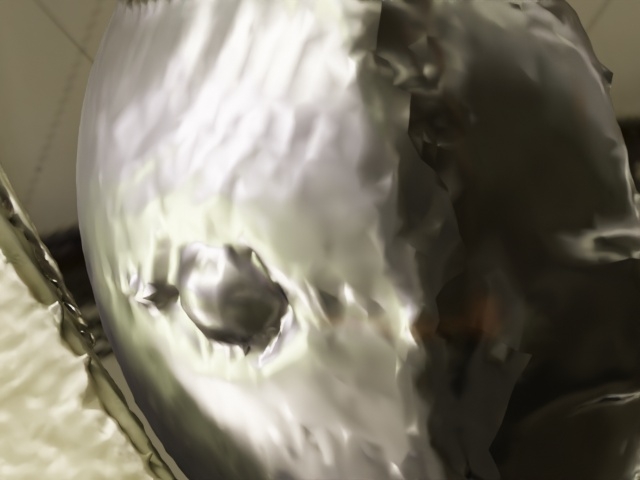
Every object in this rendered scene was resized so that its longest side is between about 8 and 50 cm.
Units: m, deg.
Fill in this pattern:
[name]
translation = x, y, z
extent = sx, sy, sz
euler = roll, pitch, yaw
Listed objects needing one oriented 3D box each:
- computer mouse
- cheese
[computer mouse]
translation = -0.005, 0.001, 0.542
extent = 0.116, 0.323, 0.183
euler = -12, -83, -9
[cheese]
translation = -0.050, 0.117, 0.538
extent = 0.085, 0.400, 0.034
euler = -34, -36, -4
